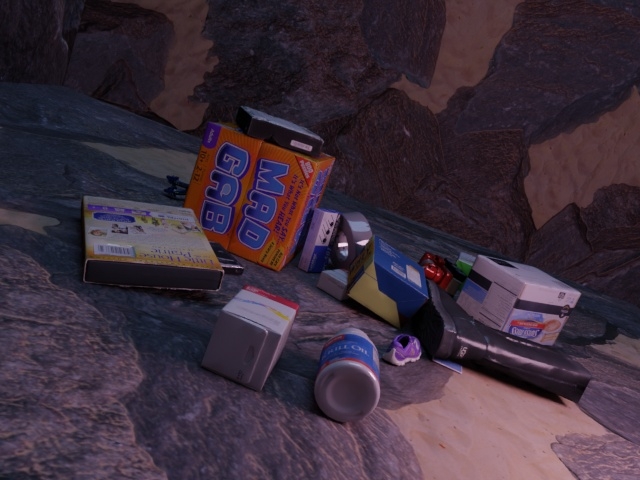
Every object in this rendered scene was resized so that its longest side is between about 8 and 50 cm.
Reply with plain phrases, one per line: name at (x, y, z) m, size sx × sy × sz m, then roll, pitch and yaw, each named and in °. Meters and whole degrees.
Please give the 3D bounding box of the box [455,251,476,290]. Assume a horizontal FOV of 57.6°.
box at (0.696, 0.164, 2.502) m, size 0.262 × 0.126 × 0.231 m, roll 24°, pitch 13°, yaw 11°

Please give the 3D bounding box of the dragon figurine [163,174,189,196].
dragon figurine at (-0.437, -0.163, 2.153) m, size 0.289 × 0.085 × 0.144 m, roll 24°, pitch 14°, yaw 13°

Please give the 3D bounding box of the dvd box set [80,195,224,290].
dvd box set at (-0.439, -0.001, 1.471) m, size 0.308 × 0.062 × 0.420 m, roll 6°, pitch 21°, yaw -26°

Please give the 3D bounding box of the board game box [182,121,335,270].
board game box at (-0.199, -0.160, 1.913) m, size 0.356 × 0.356 × 0.356 m, roll 22°, pitch 14°, yaw 5°

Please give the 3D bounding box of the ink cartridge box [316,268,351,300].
ink cartridge box at (0.066, 0.135, 1.805) m, size 0.099 × 0.056 × 0.135 m, roll 29°, pitch 15°, yaw 29°

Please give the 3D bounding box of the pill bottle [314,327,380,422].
pill bottle at (0.057, 0.257, 1.170) m, size 0.124 × 0.124 × 0.221 m, roll 21°, pitch 13°, yaw -1°

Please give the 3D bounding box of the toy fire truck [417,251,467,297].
toy fire truck at (0.403, 0.121, 2.247) m, size 0.246 × 0.158 × 0.217 m, roll 29°, pitch 12°, yaw -10°

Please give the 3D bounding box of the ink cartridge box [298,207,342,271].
ink cartridge box at (0.000, 0.000, 1.907) m, size 0.046 × 0.207 × 0.097 m, roll 25°, pitch 13°, yaw 37°

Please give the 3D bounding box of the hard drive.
hard drive at (-0.139, -0.356, 1.867) m, size 0.237 × 0.064 × 0.339 m, roll 16°, pitch 13°, yaw -18°

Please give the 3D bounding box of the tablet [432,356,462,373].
tablet at (0.341, 0.331, 1.565) m, size 0.083 × 0.006 × 0.054 m, roll 24°, pitch 13°, yaw 9°

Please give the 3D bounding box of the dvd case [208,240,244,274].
dvd case at (-0.354, 0.036, 1.618) m, size 0.239 × 0.029 × 0.179 m, roll 9°, pitch 18°, yaw -38°

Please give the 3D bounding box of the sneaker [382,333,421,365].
sneaker at (0.220, 0.270, 1.483) m, size 0.068 × 0.071 × 0.170 m, roll 27°, pitch 14°, yaw 23°

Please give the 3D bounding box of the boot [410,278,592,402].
boot at (0.507, 0.283, 1.699) m, size 0.445 × 0.146 × 0.367 m, roll 16°, pitch 22°, yaw -8°

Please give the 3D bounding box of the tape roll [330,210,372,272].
tape roll at (0.099, 0.013, 1.970) m, size 0.072 × 0.219 × 0.219 m, roll -8°, pitch 25°, yaw -23°

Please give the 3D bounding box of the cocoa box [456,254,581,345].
cocoa box at (0.696, 0.217, 2.072) m, size 0.347 × 0.228 × 0.231 m, roll 11°, pitch 17°, yaw -36°

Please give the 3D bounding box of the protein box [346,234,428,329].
protein box at (0.199, 0.120, 1.744) m, size 0.200 × 0.136 × 0.201 m, roll 34°, pitch 21°, yaw -8°

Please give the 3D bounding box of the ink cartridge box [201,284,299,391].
ink cartridge box at (-0.133, 0.186, 1.148) m, size 0.127 × 0.128 × 0.176 m, roll 22°, pitch 13°, yaw 3°
